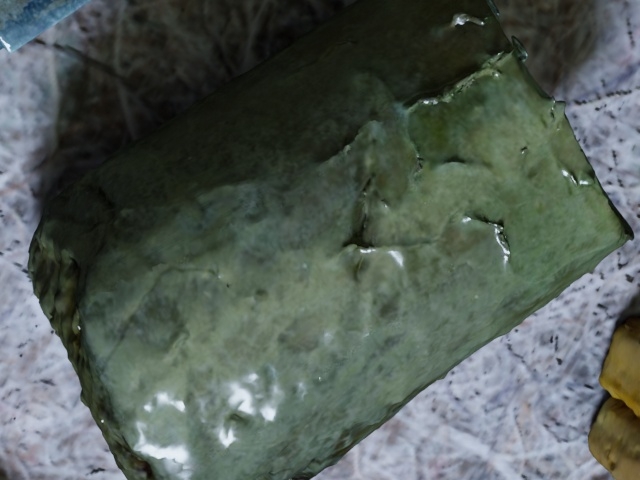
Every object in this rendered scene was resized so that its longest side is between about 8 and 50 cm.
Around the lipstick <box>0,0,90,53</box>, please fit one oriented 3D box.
[{"bbox_3d":[-0.216,-0.086,0.959,0.312,0.051,0.051,-34,119,-1],"label":"lipstick"}]

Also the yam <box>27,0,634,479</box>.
[{"bbox_3d":[0.000,0.000,0.990,0.300,0.195,0.195,-36,118,-4],"label":"yam"}]

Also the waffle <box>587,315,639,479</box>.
[{"bbox_3d":[0.309,0.137,1.072,0.224,0.327,0.098,4,105,-19],"label":"waffle"}]
